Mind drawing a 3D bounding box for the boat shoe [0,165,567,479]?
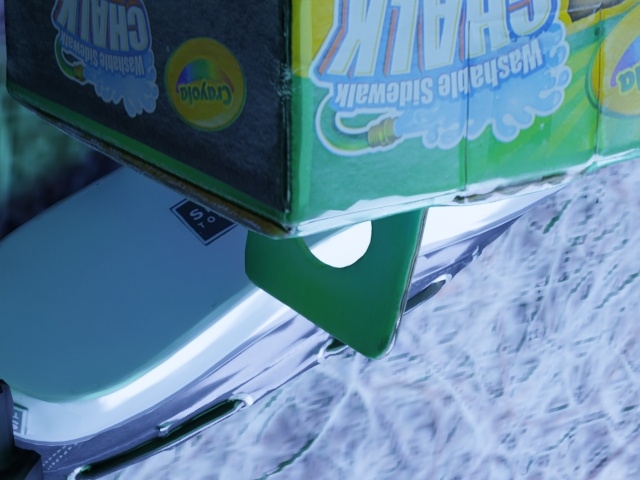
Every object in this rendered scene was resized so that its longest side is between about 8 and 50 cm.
[{"bbox_3d":[0.000,0.000,0.550,0.228,0.080,0.076,-34,154,-24],"label":"boat shoe"}]

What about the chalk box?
[{"bbox_3d":[0.011,-0.083,0.441,0.132,0.132,0.213,-14,115,-32],"label":"chalk box"}]

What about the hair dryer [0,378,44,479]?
[{"bbox_3d":[-0.121,-0.065,0.357,0.080,0.223,0.294,-12,106,-15],"label":"hair dryer"}]
